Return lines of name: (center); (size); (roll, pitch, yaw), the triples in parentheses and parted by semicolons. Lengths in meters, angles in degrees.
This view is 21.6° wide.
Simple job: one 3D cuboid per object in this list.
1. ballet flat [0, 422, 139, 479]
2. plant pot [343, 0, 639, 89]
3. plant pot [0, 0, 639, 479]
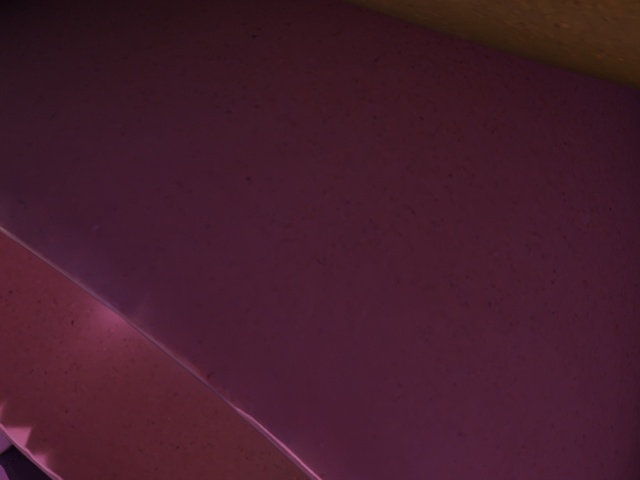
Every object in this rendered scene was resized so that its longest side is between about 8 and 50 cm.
ballet flat: (-0.169, 0.091, 0.661); (0.203, 0.074, 0.074); (-17, 126, 4)
plant pot: (0.024, -0.166, 0.393); (0.293, 0.275, 0.275); (7, 129, 22)
plant pot: (0.000, 0.000, 0.537); (0.191, 0.284, 0.284); (-50, 126, -19)
